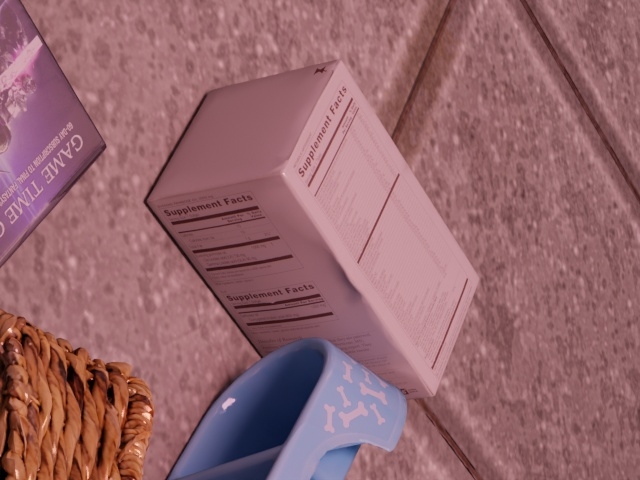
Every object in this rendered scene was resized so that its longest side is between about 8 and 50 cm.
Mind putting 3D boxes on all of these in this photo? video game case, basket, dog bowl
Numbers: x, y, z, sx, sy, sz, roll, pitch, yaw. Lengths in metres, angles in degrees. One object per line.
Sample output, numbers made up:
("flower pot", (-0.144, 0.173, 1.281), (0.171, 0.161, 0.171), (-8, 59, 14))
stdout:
("video game case", (-0.259, -0.119, 1.163), (0.274, 0.026, 0.196), (62, 39, -25))
("basket", (-0.179, 0.214, 1.025), (0.223, 0.213, 0.299), (38, 52, -42))
("dog bowl", (-0.048, 0.185, 1.272), (0.074, 0.166, 0.297), (49, 44, -20))

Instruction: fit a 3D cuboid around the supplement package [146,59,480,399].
("supplement package", (0.000, 0.000, 1.400), (0.244, 0.134, 0.139), (56, 42, -30))
